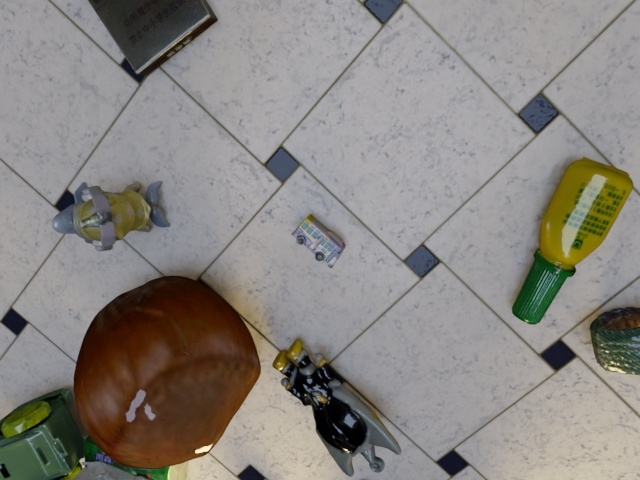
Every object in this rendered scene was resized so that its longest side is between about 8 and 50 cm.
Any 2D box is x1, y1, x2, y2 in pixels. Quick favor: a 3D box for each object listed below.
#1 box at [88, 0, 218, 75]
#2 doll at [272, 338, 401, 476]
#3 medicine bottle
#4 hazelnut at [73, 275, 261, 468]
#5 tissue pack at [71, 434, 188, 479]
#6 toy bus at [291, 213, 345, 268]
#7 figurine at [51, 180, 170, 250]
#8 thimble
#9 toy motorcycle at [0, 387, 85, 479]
[{"bbox_3d":[-0.345,-0.485,0.780,0.180,0.047,0.325,-30,98,14],"label":"box"},{"bbox_3d":[0.023,0.354,0.926,0.145,0.103,0.316,-41,89,4],"label":"doll"},{"bbox_3d":[0.433,0.011,0.792,0.111,0.076,0.309,21,106,4],"label":"medicine bottle"},{"bbox_3d":[-0.299,0.246,0.849,0.371,0.315,0.373,-6,73,19],"label":"hazelnut"},{"bbox_3d":[-0.427,0.518,1.003,0.208,0.156,0.148,11,104,6],"label":"tissue pack"},{"bbox_3d":[0.000,0.000,0.861,0.102,0.052,0.058,40,107,-2],"label":"toy bus"},{"bbox_3d":[-0.393,-0.051,0.844,0.208,0.183,0.129,-17,108,-32],"label":"figurine"},{"bbox_3d":[0.566,0.179,0.798,0.134,0.118,0.090,-11,99,26],"label":"thimble"},{"bbox_3d":[-0.708,0.484,1.022,0.326,0.200,0.191,-19,101,1],"label":"toy motorcycle"}]
